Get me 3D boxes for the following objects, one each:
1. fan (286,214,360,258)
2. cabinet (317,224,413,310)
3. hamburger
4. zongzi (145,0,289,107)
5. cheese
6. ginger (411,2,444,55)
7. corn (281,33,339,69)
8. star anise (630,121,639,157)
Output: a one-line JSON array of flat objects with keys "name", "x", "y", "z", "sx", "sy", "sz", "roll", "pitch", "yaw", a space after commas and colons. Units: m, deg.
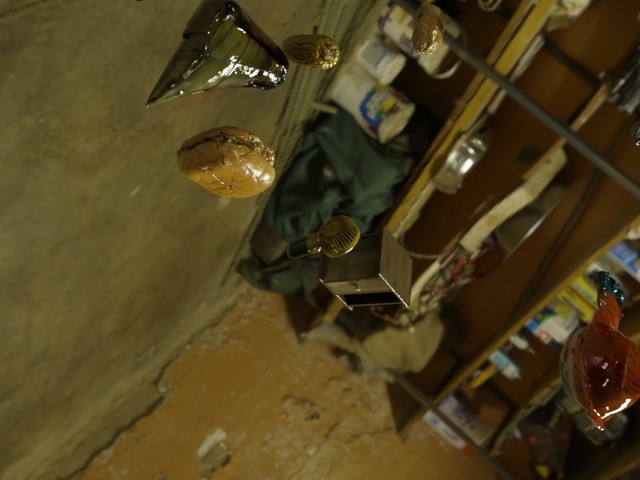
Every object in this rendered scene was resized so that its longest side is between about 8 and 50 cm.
[{"name": "fan", "x": 0.000, "y": 0.000, "z": 1.404, "sx": 0.155, "sy": 0.039, "sz": 0.082, "roll": -19, "pitch": -138, "yaw": 25}, {"name": "cabinet", "x": 0.120, "y": 0.080, "z": 1.892, "sx": 0.215, "sy": 0.175, "sz": 0.148, "roll": 46, "pitch": 44, "yaw": -51}, {"name": "hamburger", "x": -0.296, "y": -0.241, "z": 2.327, "sx": 0.318, "sy": 0.318, "sz": 0.158, "roll": 108, "pitch": -14, "yaw": -68}, {"name": "zongzi", "x": -0.231, "y": -0.365, "z": 1.626, "sx": 0.300, "sy": 0.138, "sz": 0.286, "roll": -55, "pitch": 146, "yaw": -1}, {"name": "cheese", "x": 0.582, "y": 0.222, "z": 1.488, "sx": 0.129, "sy": 0.217, "sz": 0.329, "roll": -9, "pitch": -128, "yaw": 40}, {"name": "ginger", "x": 0.247, "y": -0.483, "z": 1.651, "sx": 0.190, "sy": 0.069, "sz": 0.095, "roll": -71, "pitch": 168, "yaw": -49}, {"name": "corn", "x": -0.030, "y": -0.447, "z": 1.699, "sx": 0.080, "sy": 0.080, "sz": 0.231, "roll": -47, "pitch": -149, "yaw": -4}, {"name": "star anise", "x": 0.944, "y": -0.300, "z": 1.824, "sx": 0.359, "sy": 0.139, "sz": 0.316, "roll": -7, "pitch": 157, "yaw": -9}]
